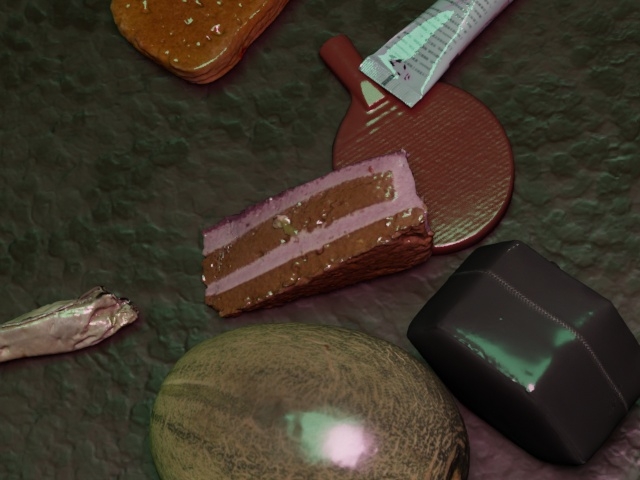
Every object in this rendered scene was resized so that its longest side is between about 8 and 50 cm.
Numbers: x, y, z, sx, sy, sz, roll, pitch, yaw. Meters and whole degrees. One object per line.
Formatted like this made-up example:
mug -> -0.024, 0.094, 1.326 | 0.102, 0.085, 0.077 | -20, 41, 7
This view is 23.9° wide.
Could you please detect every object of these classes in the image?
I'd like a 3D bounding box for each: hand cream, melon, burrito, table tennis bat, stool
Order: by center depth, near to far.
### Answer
melon -> -0.012, 0.203, 1.492 | 0.329, 0.248, 0.248 | 13, 69, 19
stool -> 0.210, 0.111, 1.508 | 0.232, 0.232, 0.141 | 37, 77, 23
burrito -> -0.319, 0.099, 1.696 | 0.229, 0.063, 0.058 | -12, 36, 7
table tennis bat -> 0.095, -0.118, 1.731 | 0.200, 0.038, 0.310 | -32, 65, -5
hand cream -> 0.188, -0.288, 1.768 | 0.085, 0.058, 0.331 | 41, 72, 20

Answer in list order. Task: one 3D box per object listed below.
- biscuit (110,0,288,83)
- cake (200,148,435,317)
biscuit -> -0.152, -0.336, 1.871 | 0.262, 0.052, 0.277 | 28, 74, 26
cake -> 0.000, 0.000, 1.663 | 0.295, 0.113, 0.116 | -19, 66, 22
